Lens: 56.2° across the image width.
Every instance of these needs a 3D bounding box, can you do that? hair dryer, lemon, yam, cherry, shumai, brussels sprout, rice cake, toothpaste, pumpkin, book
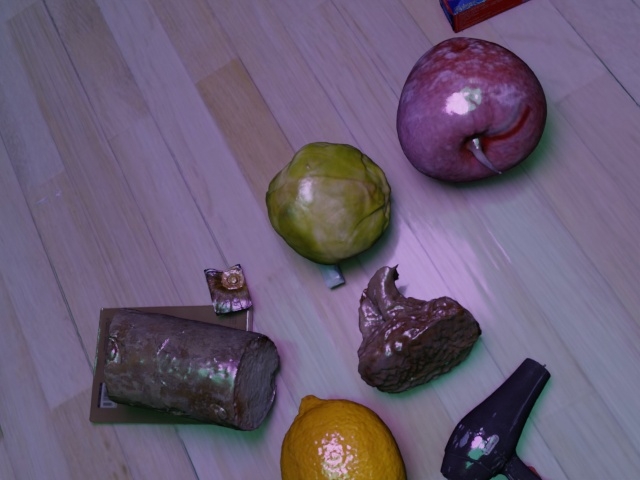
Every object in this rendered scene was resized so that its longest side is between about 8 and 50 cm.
[{"bbox_3d":[0.343,0.340,0.916,0.272,0.091,0.235,40,78,7],"label":"hair dryer"},{"bbox_3d":[0.035,0.354,0.914,0.188,0.188,0.256,-27,71,6],"label":"lemon"},{"bbox_3d":[-0.234,0.212,1.010,0.305,0.168,0.167,8,78,14],"label":"yam"},{"bbox_3d":[0.243,-0.204,0.990,0.236,0.212,0.285,-6,54,-10],"label":"cherry"},{"bbox_3d":[0.140,0.135,0.976,0.206,0.166,0.175,-27,49,5],"label":"shumai"},{"bbox_3d":[0.018,-0.063,1.014,0.223,0.161,0.223,5,69,-12],"label":"brussels sprout"},{"bbox_3d":[0.000,0.000,1.091,0.042,0.030,0.180,-26,72,11],"label":"rice cake"},{"bbox_3d":[0.381,-0.492,1.102,0.321,0.066,0.076,-23,72,7],"label":"toothpaste"},{"bbox_3d":[-0.170,0.093,1.103,0.073,0.035,0.101,-12,59,-8],"label":"pumpkin"},{"bbox_3d":[-0.277,0.228,1.110,0.311,0.021,0.216,-3,75,13],"label":"book"}]
